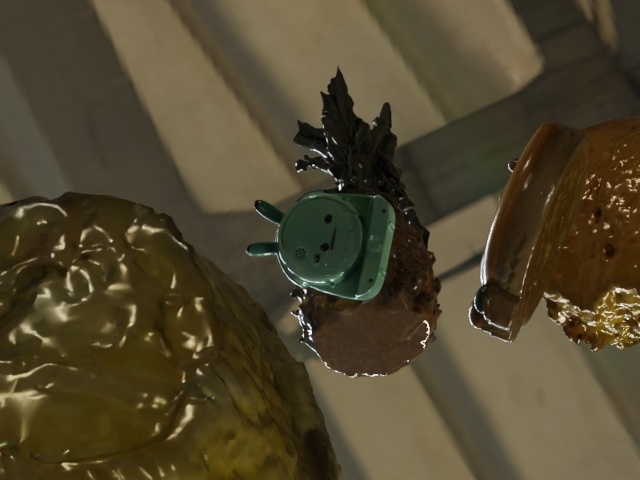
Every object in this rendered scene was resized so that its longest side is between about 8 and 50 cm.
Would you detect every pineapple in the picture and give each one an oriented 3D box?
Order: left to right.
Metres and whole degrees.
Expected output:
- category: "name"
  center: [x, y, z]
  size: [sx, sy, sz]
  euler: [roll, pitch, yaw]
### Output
- category: "pineapple"
  center: [0.050, -0.023, 1.748]
  size: [0.365, 0.165, 0.166]
  euler: [-90, -166, -47]

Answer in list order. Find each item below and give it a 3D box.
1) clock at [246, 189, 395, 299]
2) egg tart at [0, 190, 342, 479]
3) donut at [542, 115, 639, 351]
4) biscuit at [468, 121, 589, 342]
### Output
- category: "clock"
  center: [0.000, 0.000, 1.540]
  size: [0.135, 0.041, 0.101]
  euler: [8, -98, 13]
- category: "egg tart"
  center: [-0.098, 0.061, 0.585]
  size: [0.231, 0.252, 0.098]
  euler: [15, -49, 12]
- category: "donut"
  center: [0.396, 0.043, 1.486]
  size: [0.163, 0.378, 0.435]
  euler: [-18, -57, 44]
- category: "biscuit"
  center: [0.146, -0.005, 1.174]
  size: [0.050, 0.170, 0.170]
  euler: [21, -52, 16]
